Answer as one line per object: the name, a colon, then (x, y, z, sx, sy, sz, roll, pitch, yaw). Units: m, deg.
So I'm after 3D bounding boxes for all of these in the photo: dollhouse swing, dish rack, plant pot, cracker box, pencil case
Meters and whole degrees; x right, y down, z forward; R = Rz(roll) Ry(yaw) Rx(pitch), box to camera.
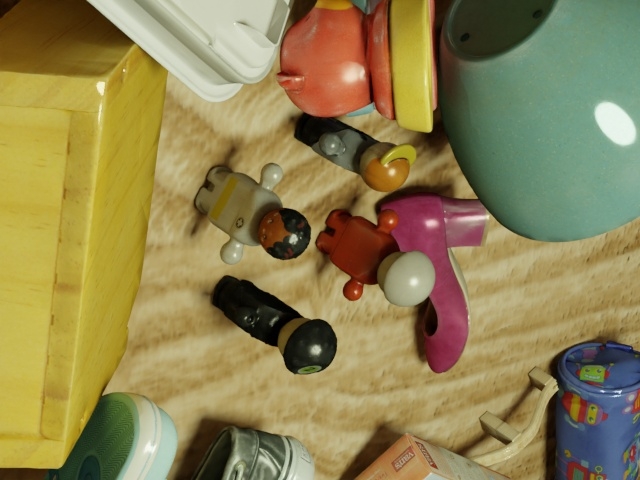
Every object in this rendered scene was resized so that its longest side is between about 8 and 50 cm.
dollhouse swing: (-0.319, -0.027, 1.553, 0.315, 0.305, 0.346, -69, 169, -65)
dish rack: (-0.079, -0.306, 1.505, 0.285, 0.072, 0.332, 40, 60, -49)
plant pot: (0.226, -0.171, 1.818, 0.290, 0.290, 0.195, -53, 129, -5)
cracker box: (0.120, 0.318, 2.152, 0.156, 0.067, 0.232, -43, 142, 15)
pencil case: (0.354, 0.263, 2.339, 0.133, 0.119, 0.306, -44, 142, -47)

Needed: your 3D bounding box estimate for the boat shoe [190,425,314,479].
boat shoe: (-0.139, 0.331, 1.926, 0.119, 0.121, 0.335, 27, 96, -27)

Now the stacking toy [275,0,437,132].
stacking toy: (0.033, -0.237, 1.666, 0.309, 0.130, 0.279, -50, 138, -83)

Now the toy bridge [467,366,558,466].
toy bridge: (0.217, 0.229, 2.226, 0.188, 0.063, 0.026, -39, 136, -20)

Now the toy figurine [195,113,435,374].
toy figurine: (0.000, 0.000, 1.809, 0.213, 0.148, 0.209, -30, 132, -27)

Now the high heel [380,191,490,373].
high heel: (0.108, 0.050, 2.022, 0.117, 0.082, 0.244, 0, 134, -10)

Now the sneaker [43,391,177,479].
sneaker: (-0.149, 0.253, 1.745, 0.208, 0.127, 0.319, 9, 141, -24)
